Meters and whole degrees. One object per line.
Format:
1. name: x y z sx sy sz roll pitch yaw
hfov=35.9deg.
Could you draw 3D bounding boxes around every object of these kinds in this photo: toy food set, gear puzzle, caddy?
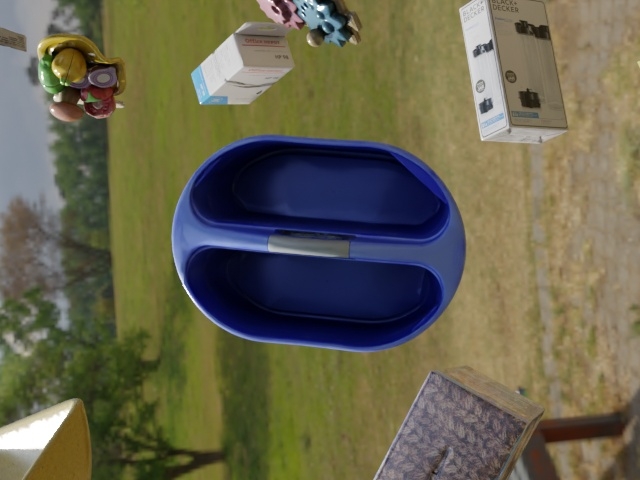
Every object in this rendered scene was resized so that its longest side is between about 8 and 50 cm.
1. toy food set: -0.357 -0.222 1.472 0.218 0.128 0.071 111 167 -69
2. gear puzzle: -0.070 -0.344 1.084 0.175 0.044 0.339 31 161 40
3. caddy: 0.000 0.000 1.164 0.179 0.341 0.241 -29 -57 -79

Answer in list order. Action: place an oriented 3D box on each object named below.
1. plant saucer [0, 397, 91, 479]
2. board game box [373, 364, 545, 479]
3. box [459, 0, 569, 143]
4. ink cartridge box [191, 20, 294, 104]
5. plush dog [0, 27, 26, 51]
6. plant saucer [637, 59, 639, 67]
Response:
1. plant saucer: -0.368 0.334 0.982 0.333 0.081 0.332 -25 26 47
2. board game box: 0.191 0.312 1.394 0.232 0.141 0.291 -63 -18 2
3. box: 0.392 -0.349 2.009 0.087 0.169 0.290 -26 68 57
4. ink cartridge box: -0.118 -0.284 1.601 0.180 0.104 0.060 -29 72 50
5. plush dog: -0.543 -0.267 1.311 0.225 0.262 0.210 2 124 39
6. plant saucer: 0.506 -0.163 1.240 0.188 0.045 0.188 52 177 -15
